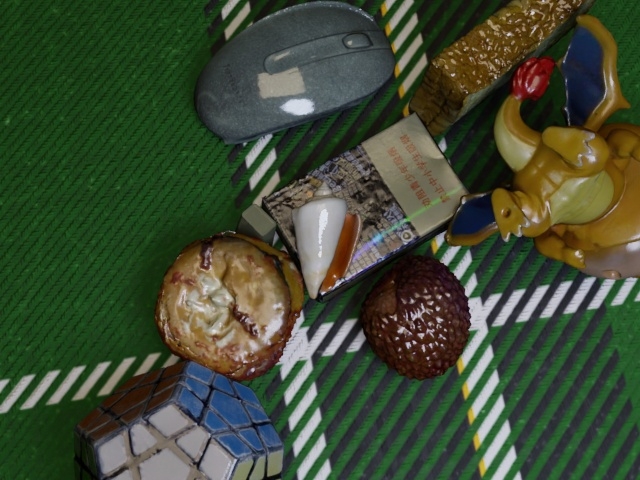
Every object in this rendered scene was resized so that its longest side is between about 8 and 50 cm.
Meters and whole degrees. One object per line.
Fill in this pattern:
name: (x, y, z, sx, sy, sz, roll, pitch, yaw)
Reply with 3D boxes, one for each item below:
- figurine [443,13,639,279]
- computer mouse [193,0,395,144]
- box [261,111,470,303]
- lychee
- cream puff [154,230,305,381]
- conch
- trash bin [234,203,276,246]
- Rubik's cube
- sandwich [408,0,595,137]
figurine: (0.425, -0.112, 1.250, 0.268, 0.387, 0.400, 37, 112, 45)
computer mouse: (-0.041, -0.295, 1.411, 0.374, 0.114, 0.203, -26, 78, -8)
box: (0.081, -0.055, 1.371, 0.310, 0.084, 0.198, -30, 79, -8)
lychee: (0.159, 0.128, 1.287, 0.188, 0.188, 0.188, 0, 77, -1)
cream puff: (-0.140, 0.104, 1.292, 0.240, 0.164, 0.239, -3, 79, 14)
conch: (0.010, -0.002, 1.267, 0.094, 0.104, 0.176, -15, 78, 36)
trash bin: (-0.107, -0.016, 1.351, 0.061, 0.092, 0.043, 44, 65, 8)
Rubik's cube: (-0.207, 0.336, 1.179, 0.319, 0.319, 0.264, 41, 106, 8)
sandwich: (0.289, -0.307, 1.339, 0.301, 0.271, 0.099, -39, 89, -10)
